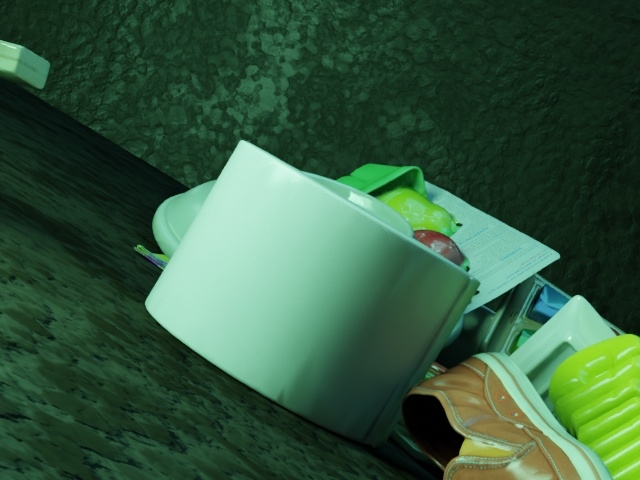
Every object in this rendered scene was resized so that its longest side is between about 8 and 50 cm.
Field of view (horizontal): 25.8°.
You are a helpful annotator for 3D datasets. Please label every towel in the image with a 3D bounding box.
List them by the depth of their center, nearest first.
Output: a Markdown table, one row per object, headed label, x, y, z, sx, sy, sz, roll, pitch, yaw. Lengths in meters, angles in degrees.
| label | x | y | z | sx | sy | sz | roll | pitch | yaw |
| --- | --- | --- | --- | --- | --- | --- | --- | --- | --- |
| towel | -0.161 | 0.031 | 1.539 | 0.083 | 0.009 | 0.060 | 32 | 3 | 34 |

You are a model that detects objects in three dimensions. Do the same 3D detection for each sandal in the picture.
| label | x | y | z | sx | sy | sz | roll | pitch | yaw |
| --- | --- | --- | --- | --- | --- | --- | --- | --- | --- |
| sandal | 0.271 | 0.205 | 1.165 | 0.138 | 0.126 | 0.317 | 54 | 24 | -16 |

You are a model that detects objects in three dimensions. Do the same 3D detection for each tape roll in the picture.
| label | x | y | z | sx | sy | sz | roll | pitch | yaw |
| --- | --- | --- | --- | --- | --- | --- | --- | --- | --- |
| tape roll | -0.006 | 0.044 | 1.213 | 0.246 | 0.169 | 0.246 | 30 | 1 | -1 |

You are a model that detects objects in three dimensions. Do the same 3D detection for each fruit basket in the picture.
| label | x | y | z | sx | sy | sz | roll | pitch | yaw |
| --- | --- | --- | --- | --- | --- | --- | --- | --- | --- |
| fruit basket | 0.103 | 0.037 | 1.975 | 0.353 | 0.327 | 0.165 | 37 | -32 | 43 |

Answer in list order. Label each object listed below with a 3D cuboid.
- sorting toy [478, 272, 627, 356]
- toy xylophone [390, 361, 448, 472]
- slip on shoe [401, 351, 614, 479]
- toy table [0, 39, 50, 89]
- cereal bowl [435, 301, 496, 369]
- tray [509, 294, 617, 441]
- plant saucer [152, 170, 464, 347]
| label | x | y | z | sx | sy | sz | roll | pitch | yaw |
| --- | --- | --- | --- | --- | --- | --- | --- | --- | --- |
| sorting toy | 0.318 | 0.178 | 1.862 | 0.229 | 0.041 | 0.307 | 37 | 44 | -2 |
| toy xylophone | 0.125 | 0.167 | 1.370 | 0.236 | 0.081 | 0.323 | 30 | 2 | -37 |
| slip on shoe | 0.146 | 0.188 | 1.031 | 0.331 | 0.101 | 0.123 | -124 | -158 | -63 |
| toy table | -0.348 | -0.181 | 1.169 | 0.161 | 0.252 | 0.274 | 14 | 9 | 13 |
| cereal bowl | 0.270 | 0.192 | 2.084 | 0.339 | 0.141 | 0.339 | 31 | 2 | -1 |
| tray | 0.236 | 0.170 | 1.402 | 0.145 | 0.030 | 0.270 | 52 | -32 | 12 |
| plant saucer | 0.000 | 0.000 | 1.701 | 0.400 | 0.100 | 0.400 | 18 | 19 | -7 |
